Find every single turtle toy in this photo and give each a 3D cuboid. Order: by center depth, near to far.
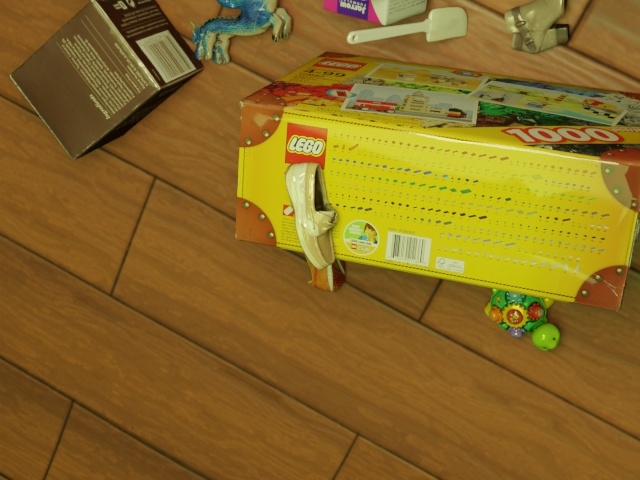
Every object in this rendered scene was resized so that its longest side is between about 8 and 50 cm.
[{"bbox_3d":[0.315,0.116,1.665,0.130,0.066,0.095,39,117,2],"label":"turtle toy"}]

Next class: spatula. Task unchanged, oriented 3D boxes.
[{"bbox_3d":[0.129,-0.350,1.473,0.019,0.242,0.168,30,124,40],"label":"spatula"}]

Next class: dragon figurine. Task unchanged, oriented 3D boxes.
[{"bbox_3d":[-0.106,-0.384,1.611,0.144,0.085,0.289,20,116,10],"label":"dragon figurine"}]

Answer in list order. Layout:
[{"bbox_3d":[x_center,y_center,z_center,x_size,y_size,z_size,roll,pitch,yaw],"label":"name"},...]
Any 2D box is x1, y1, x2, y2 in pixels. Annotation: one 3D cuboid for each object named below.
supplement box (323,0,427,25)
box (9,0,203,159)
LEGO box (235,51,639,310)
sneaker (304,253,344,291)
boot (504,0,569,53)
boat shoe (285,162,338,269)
[{"bbox_3d":[0.083,-0.423,1.489,0.111,0.114,0.220,21,123,31],"label":"supplement box"},{"bbox_3d":[-0.330,-0.264,1.685,0.203,0.168,0.167,-34,96,26],"label":"box"},{"bbox_3d":[0.183,-0.102,1.459,0.501,0.372,0.193,10,112,14],"label":"LEGO box"},{"bbox_3d":[0.000,0.000,1.733,0.067,0.064,0.175,11,110,26],"label":"sneaker"},{"bbox_3d":[0.303,-0.322,1.521,0.087,0.042,0.118,0,109,21],"label":"boot"},{"bbox_3d":[-0.004,-0.030,1.313,0.045,0.050,0.135,-10,106,27],"label":"boat shoe"}]
